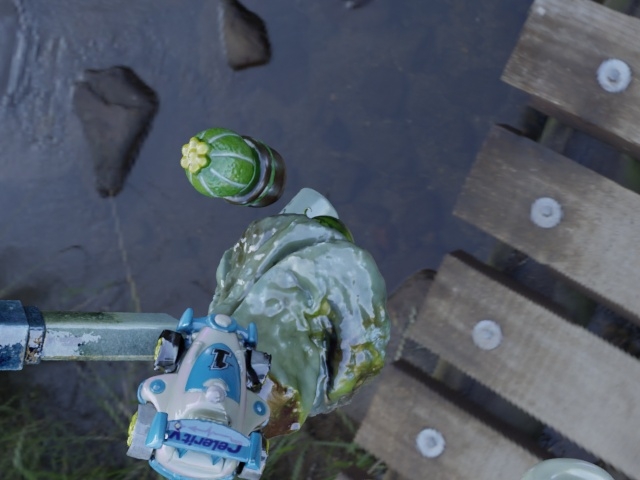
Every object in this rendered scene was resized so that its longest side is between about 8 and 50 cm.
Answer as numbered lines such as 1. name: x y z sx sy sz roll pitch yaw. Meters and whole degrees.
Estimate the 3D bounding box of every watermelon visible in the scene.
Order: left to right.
1. watermelon: 0.002 0.006 1.693 0.109 0.109 0.109 0 91 27

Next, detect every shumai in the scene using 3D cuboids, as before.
1. shumai: -0.087 0.135 1.452 0.304 0.263 0.309 15 122 33

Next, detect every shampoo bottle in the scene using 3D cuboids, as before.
1. shampoo bottle: -0.082 0.029 1.811 0.085 0.085 0.262 34 69 23

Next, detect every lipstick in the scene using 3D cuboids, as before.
1. lipstick: -0.224 0.088 1.019 0.051 0.312 0.051 45 127 55

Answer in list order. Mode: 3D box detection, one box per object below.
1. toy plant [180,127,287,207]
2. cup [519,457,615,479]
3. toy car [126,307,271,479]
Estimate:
1. toy plant: -0.115 -0.094 1.399 0.092 0.162 0.093 -5 81 32
2. cup: 0.344 0.391 1.333 0.173 0.202 0.255 147 116 -63
3. toy car: -0.094 0.133 0.966 0.126 0.098 0.162 16 66 -11
